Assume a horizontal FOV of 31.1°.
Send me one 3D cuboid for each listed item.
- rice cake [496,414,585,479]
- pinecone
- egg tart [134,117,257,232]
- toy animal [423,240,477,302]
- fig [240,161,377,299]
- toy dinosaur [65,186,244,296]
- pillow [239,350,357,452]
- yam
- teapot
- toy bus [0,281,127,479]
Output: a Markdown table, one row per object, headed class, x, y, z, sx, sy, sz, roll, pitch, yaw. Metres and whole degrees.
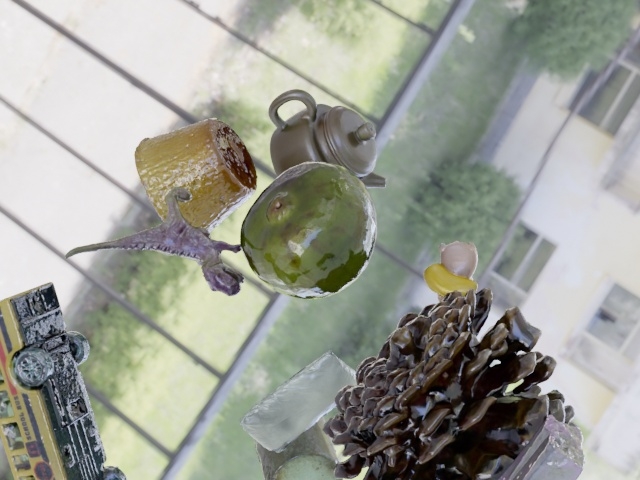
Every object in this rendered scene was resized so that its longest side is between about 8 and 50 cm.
| class | x | y | z | sx | sy | sz | roll | pitch | yaw |
| --- | --- | --- | --- | --- | --- | --- | --- | --- | --- |
| rice cake | 0.203 | 0.325 | 1.299 | 0.298 | 0.050 | 0.106 | -61 | 180 | 25 |
| pinecone | 0.205 | 0.286 | 1.780 | 0.398 | 0.397 | 0.398 | -46 | 157 | -25 |
| egg tart | -0.202 | -0.116 | 1.965 | 0.147 | 0.203 | 0.202 | -28 | 167 | 18 |
| toy animal | 0.223 | 0.061 | 1.960 | 0.082 | 0.091 | 0.114 | 62 | 29 | -67 |
| fig | 0.000 | 0.000 | 1.658 | 0.203 | 0.203 | 0.225 | -53 | 137 | -8 |
| toy dinosaur | -0.229 | -0.001 | 1.719 | 0.072 | 0.251 | 0.200 | -58 | -167 | 30 |
| pillow | -0.034 | 0.305 | 2.163 | 0.229 | 0.051 | 0.128 | -38 | 128 | 3 |
| yam | -0.055 | 0.426 | 2.384 | 0.161 | 0.268 | 0.161 | -7 | 123 | -11 |
| teapot | 0.018 | -0.178 | 2.124 | 0.175 | 0.268 | 0.186 | -27 | -149 | 31 |
| toy bus | -0.378 | 0.234 | 1.589 | 0.121 | 0.123 | 0.336 | -29 | 104 | -69 |
